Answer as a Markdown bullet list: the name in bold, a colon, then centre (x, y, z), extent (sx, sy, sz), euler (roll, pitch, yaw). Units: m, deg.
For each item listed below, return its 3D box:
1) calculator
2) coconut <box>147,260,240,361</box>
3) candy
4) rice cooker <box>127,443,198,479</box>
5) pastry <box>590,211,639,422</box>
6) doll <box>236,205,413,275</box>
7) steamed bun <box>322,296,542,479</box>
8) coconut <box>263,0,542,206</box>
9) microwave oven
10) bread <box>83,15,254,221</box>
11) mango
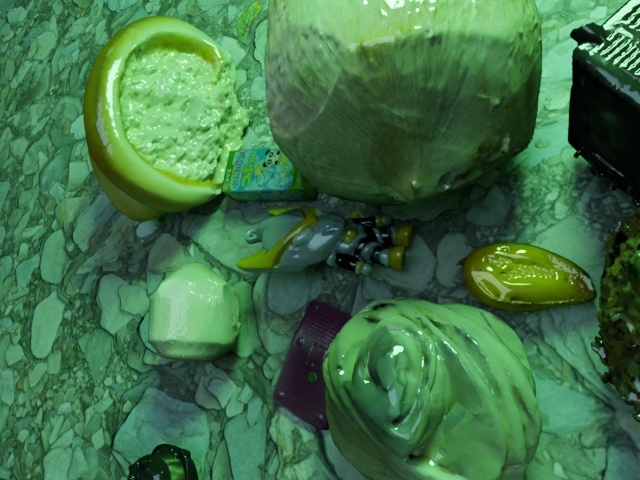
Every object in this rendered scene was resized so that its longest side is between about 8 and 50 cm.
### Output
- **calculator**: centre (-0.003, 0.206, 0.838), extent (0.127, 0.034, 0.190), euler (20, 85, 31)
- **coconut**: centre (-0.226, 0.129, 0.915), extent (0.171, 0.171, 0.182), euler (-3, 75, 29)
- **candy**: centre (-0.097, -0.130, 0.984), extent (0.195, 0.062, 0.097), euler (1, 75, 31)
- **rice cooker**: centre (-0.280, 0.446, 0.873), extent (0.112, 0.106, 0.165), euler (-3, 83, 33)
- **pastry**: centre (0.391, 0.077, 0.527), extent (0.275, 0.193, 0.274), euler (-38, 46, 56)
- **doll**: centre (-0.002, 0.003, 0.865), extent (0.317, 0.103, 0.145), euler (6, 73, 25)
- **steamed bun**: centre (0.136, 0.198, 0.659), extent (0.281, 0.207, 0.267), euler (-5, 72, 26)
- **coconut**: centre (0.117, -0.210, 0.707), extent (0.405, 0.405, 0.404), euler (-10, 70, 27)
- **microwave oven**: centre (0.400, -0.164, 0.572), extent (0.188, 0.247, 0.178), euler (-41, 63, 11)
- **bread**: centre (-0.325, -0.259, 1.084), extent (0.245, 0.329, 0.423), euler (143, 132, -64)
- **mango**: centre (0.285, 0.053, 0.708), extent (0.188, 0.066, 0.101), euler (6, 69, 26)
